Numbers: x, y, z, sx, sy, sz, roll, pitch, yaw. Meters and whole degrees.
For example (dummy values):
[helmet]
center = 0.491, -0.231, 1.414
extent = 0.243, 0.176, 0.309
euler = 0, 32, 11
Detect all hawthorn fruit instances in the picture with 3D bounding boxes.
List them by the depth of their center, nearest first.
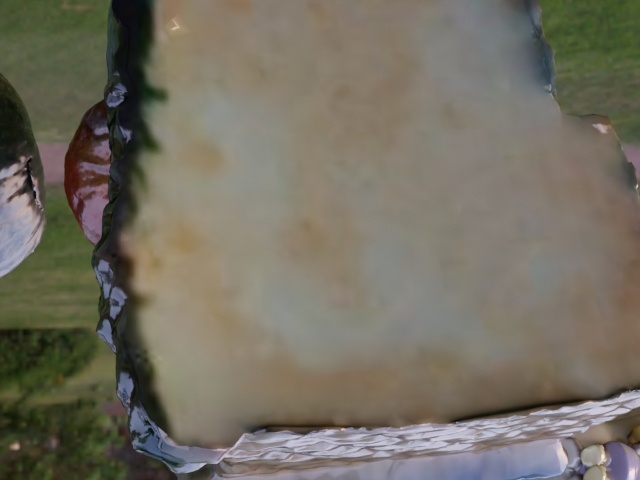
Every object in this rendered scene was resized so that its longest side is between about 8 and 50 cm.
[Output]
[hawthorn fruit]
center = -0.191, -0.088, 1.409
extent = 0.242, 0.241, 0.271
euler = -4, -168, -1

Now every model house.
[model house]
center = 0.000, 0.000, 0.955
extent = 0.395, 0.445, 0.400
euler = -7, 159, -13

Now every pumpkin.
[pumpkin]
center = -0.499, -0.089, 1.470
extent = 0.257, 0.291, 0.327
euler = -22, 144, -34

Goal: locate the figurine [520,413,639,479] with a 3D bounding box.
[figurine]
center = 0.312, 0.229, 1.111
extent = 0.236, 0.127, 0.155
euler = 5, 146, -29
